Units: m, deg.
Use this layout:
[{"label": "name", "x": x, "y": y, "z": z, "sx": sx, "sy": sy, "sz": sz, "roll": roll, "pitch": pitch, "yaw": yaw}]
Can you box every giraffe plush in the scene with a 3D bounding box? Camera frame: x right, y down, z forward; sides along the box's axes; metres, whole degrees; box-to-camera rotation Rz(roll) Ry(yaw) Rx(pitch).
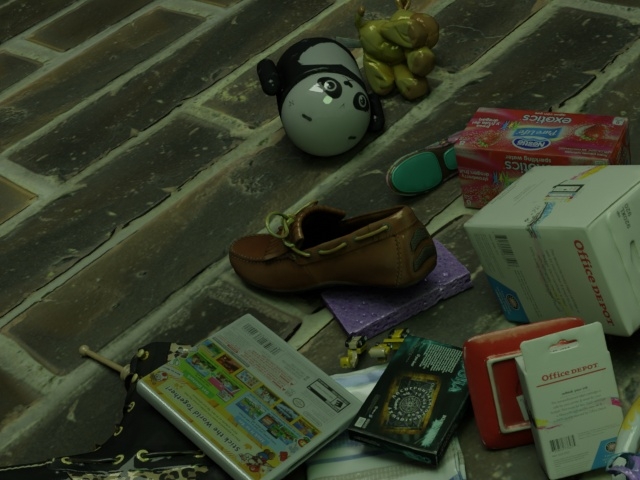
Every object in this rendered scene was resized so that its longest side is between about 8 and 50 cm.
[{"label": "giraffe plush", "x": 0.164, "y": -0.397, "z": 2.124, "sx": 0.210, "sy": 0.181, "sz": 0.170, "roll": 30, "pitch": 42, "yaw": 24}]

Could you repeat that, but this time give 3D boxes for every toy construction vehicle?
[{"label": "toy construction vehicle", "x": 0.079, "y": 0.158, "z": 1.524, "sx": 0.085, "sy": 0.035, "sz": 0.098, "roll": -5, "pitch": 12, "yaw": 19}]

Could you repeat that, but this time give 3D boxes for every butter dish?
[{"label": "butter dish", "x": 0.267, "y": 0.170, "z": 1.378, "sx": 0.160, "sy": 0.160, "sz": 0.118, "roll": -13, "pitch": 14, "yaw": 4}]

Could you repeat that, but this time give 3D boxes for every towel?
[{"label": "towel", "x": 0.079, "y": 0.268, "z": 1.394, "sx": 0.209, "sy": 0.034, "sz": 0.285, "roll": -13, "pitch": 37, "yaw": 5}]

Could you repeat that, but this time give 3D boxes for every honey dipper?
[{"label": "honey dipper", "x": -0.325, "y": 0.193, "z": 1.650, "sx": 0.160, "sy": 0.030, "sz": 0.030, "roll": 16, "pitch": 47, "yaw": 40}]

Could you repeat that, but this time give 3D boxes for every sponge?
[{"label": "sponge", "x": 0.115, "y": 0.075, "z": 1.632, "sx": 0.210, "sy": 0.031, "sz": 0.117, "roll": -26, "pitch": 37, "yaw": -11}]

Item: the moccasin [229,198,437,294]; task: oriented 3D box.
[{"label": "moccasin", "x": -0.002, "y": 0.002, "z": 1.634, "sx": 0.380, "sy": 0.147, "sz": 0.139, "roll": 0, "pitch": 29, "yaw": 48}]

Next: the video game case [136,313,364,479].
[{"label": "video game case", "x": -0.090, "y": 0.208, "z": 1.399, "sx": 0.227, "sy": 0.026, "sz": 0.206, "roll": 36, "pitch": 45, "yaw": 26}]

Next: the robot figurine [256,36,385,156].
[{"label": "robot figurine", "x": 0.002, "y": -0.278, "z": 2.013, "sx": 0.209, "sy": 0.174, "sz": 0.278, "roll": -16, "pitch": 36, "yaw": 4}]

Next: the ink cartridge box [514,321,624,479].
[{"label": "ink cartridge box", "x": 0.301, "y": 0.185, "z": 1.287, "sx": 0.104, "sy": 0.181, "sz": 0.061, "roll": -15, "pitch": 13, "yaw": 1}]

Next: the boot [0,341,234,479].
[{"label": "boot", "x": -0.269, "y": 0.275, "z": 1.427, "sx": 0.377, "sy": 0.138, "sz": 0.284, "roll": -3, "pitch": 39, "yaw": 11}]

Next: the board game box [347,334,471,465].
[{"label": "board game box", "x": 0.133, "y": 0.205, "z": 1.400, "sx": 0.126, "sy": 0.026, "sz": 0.186, "roll": 12, "pitch": 43, "yaw": 28}]

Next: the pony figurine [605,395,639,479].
[{"label": "pony figurine", "x": 0.442, "y": 0.271, "z": 1.099, "sx": 0.351, "sy": 0.303, "sz": 0.363, "roll": -29, "pitch": 26, "yaw": 43}]

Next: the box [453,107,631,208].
[{"label": "box", "x": 0.359, "y": -0.123, "z": 1.715, "sx": 0.256, "sy": 0.128, "sz": 0.123, "roll": 8, "pitch": 43, "yaw": 29}]

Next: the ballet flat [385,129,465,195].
[{"label": "ballet flat", "x": 0.196, "y": -0.137, "z": 1.853, "sx": 0.221, "sy": 0.077, "sz": 0.079, "roll": -26, "pitch": 19, "yaw": -21}]

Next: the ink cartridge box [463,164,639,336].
[{"label": "ink cartridge box", "x": 0.355, "y": 0.008, "z": 1.457, "sx": 0.168, "sy": 0.171, "sz": 0.232, "roll": -37, "pitch": 22, "yaw": -27}]
